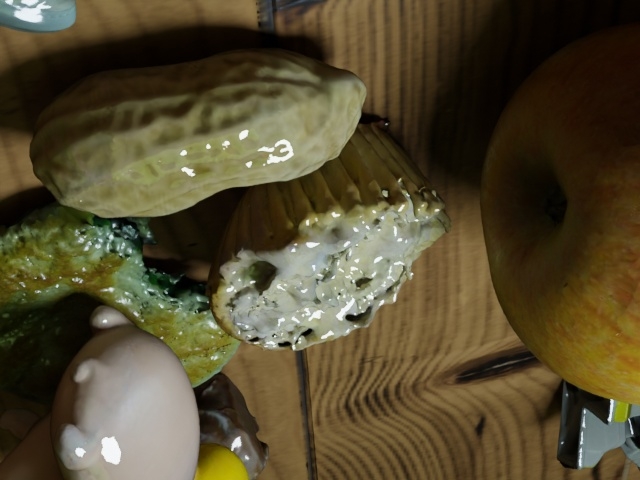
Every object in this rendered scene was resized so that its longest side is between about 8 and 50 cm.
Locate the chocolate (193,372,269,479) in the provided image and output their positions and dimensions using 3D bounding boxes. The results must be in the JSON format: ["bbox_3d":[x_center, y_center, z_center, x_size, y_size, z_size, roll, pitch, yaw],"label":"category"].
[{"bbox_3d":[-0.178,0.238,2.089,0.214,0.148,0.093,-19,130,-3],"label":"chocolate"}]

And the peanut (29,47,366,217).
[{"bbox_3d":[-0.110,-0.101,1.652,0.325,0.140,0.153,-10,145,-14],"label":"peanut"}]

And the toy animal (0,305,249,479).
[{"bbox_3d":[-0.255,0.264,1.872,0.247,0.277,0.345,5,136,34],"label":"toy animal"}]

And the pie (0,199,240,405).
[{"bbox_3d":[-0.250,0.080,1.901,0.296,0.078,0.371,-28,143,14],"label":"pie"}]

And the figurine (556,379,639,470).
[{"bbox_3d":[0.476,0.221,2.322,0.285,0.167,0.342,4,162,-16],"label":"figurine"}]

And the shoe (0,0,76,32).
[{"bbox_3d":[-0.301,-0.242,1.418,0.251,0.103,0.100,12,106,-40],"label":"shoe"}]

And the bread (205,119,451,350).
[{"bbox_3d":[0.000,0.000,1.814,0.274,0.149,0.274,-21,154,-11],"label":"bread"}]

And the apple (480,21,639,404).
[{"bbox_3d":[0.331,-0.027,1.738,0.334,0.400,0.400,4,142,-6],"label":"apple"}]
